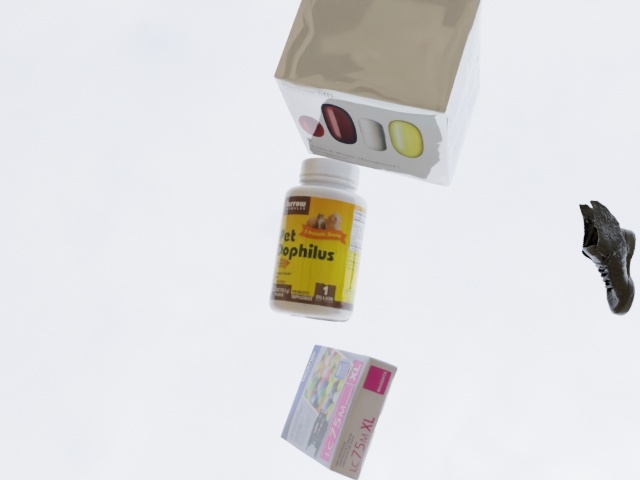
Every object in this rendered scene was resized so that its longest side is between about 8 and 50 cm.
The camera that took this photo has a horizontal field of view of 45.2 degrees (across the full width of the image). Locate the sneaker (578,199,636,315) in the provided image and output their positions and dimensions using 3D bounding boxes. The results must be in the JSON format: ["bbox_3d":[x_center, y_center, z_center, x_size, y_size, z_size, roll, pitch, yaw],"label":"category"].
[{"bbox_3d":[0.444,0.027,1.203,0.089,0.051,0.170,15,-106,-17],"label":"sneaker"}]

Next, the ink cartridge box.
[{"bbox_3d":[0.016,0.279,1.319,0.065,0.311,0.185,24,-100,-15],"label":"ink cartridge box"}]

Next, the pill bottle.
[{"bbox_3d":[0.000,0.000,1.055,0.117,0.117,0.215,4,-98,25],"label":"pill bottle"}]

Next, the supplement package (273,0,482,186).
[{"bbox_3d":[0.076,-0.184,0.895,0.194,0.203,0.149,15,-105,15],"label":"supplement package"}]
